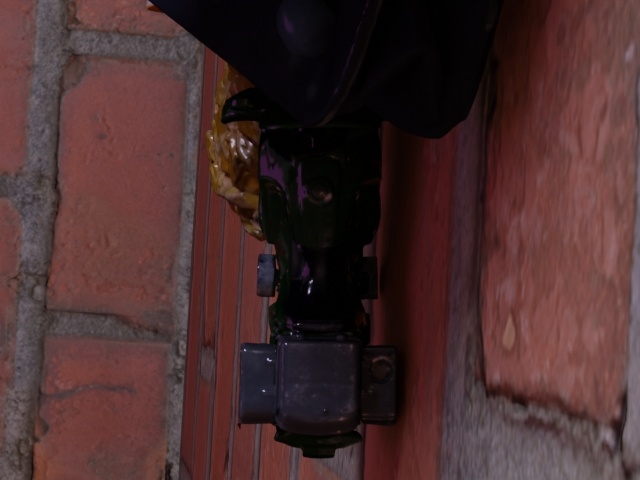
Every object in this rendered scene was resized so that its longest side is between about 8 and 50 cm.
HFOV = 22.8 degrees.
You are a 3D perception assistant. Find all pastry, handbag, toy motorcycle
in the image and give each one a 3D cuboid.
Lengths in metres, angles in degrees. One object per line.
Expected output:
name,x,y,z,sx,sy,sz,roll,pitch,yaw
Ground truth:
pastry,-0.032,-0.129,1.284,0.154,0.102,0.250,-103,19,-47
handbag,-0.009,-0.225,0.847,0.326,0.118,0.269,40,121,52
toy motorcycle,0.000,0.000,1.015,0.187,0.125,0.274,89,-179,-80

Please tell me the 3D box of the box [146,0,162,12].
box,-0.024,-0.272,1.072,0.274,0.091,0.220,-7,80,59
